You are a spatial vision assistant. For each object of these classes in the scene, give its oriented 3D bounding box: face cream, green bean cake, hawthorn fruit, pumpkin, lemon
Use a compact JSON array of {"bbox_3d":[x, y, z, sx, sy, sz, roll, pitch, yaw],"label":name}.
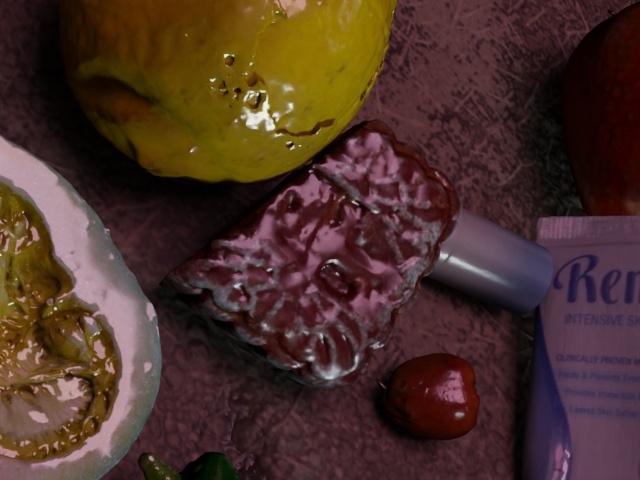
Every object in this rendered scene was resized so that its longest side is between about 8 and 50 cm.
[{"bbox_3d":[0.304,0.174,1.523,0.137,0.235,0.420,45,49,-60],"label":"face cream"},{"bbox_3d":[0.000,0.000,1.394,0.198,0.097,0.232,41,78,-19],"label":"green bean cake"},{"bbox_3d":[0.397,-0.085,1.686,0.285,0.285,0.369,9,71,-34],"label":"hawthorn fruit"},{"bbox_3d":[0.097,0.144,1.473,0.093,0.081,0.081,-5,70,-8],"label":"hawthorn fruit"},{"bbox_3d":[0.107,-0.004,1.542,0.250,0.077,0.077,25,56,-26],"label":"face cream"},{"bbox_3d":[-0.290,0.068,1.132,0.263,0.197,0.293,-38,102,-32],"label":"pumpkin"},{"bbox_3d":[-0.078,-0.193,1.355,0.297,0.297,0.297,16,60,-31],"label":"lemon"}]

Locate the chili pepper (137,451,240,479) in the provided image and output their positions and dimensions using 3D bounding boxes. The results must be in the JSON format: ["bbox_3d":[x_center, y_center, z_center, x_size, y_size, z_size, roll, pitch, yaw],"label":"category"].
[{"bbox_3d":[-0.055,0.270,1.281,0.136,0.099,0.270,-45,106,-16],"label":"chili pepper"}]
